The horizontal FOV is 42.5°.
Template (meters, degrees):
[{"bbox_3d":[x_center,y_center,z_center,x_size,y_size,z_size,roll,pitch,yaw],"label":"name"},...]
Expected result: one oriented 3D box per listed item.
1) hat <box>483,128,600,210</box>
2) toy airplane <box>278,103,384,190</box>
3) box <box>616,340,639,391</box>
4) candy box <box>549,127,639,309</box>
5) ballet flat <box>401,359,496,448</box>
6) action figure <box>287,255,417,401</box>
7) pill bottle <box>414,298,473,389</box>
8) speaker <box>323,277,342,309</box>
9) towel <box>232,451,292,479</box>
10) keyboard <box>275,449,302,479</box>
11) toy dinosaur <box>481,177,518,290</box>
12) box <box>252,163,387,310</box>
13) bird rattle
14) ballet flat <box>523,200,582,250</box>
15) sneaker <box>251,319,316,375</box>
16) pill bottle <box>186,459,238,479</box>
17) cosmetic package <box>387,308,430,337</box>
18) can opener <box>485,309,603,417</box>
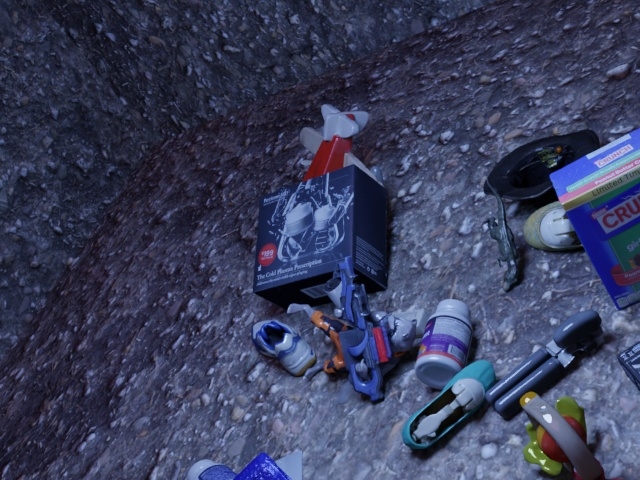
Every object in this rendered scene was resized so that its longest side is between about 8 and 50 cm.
[{"bbox_3d":[0.566,-0.145,2.058,0.331,0.134,0.331,-24,20,9],"label":"hat"},{"bbox_3d":[0.066,-0.233,2.591,0.384,0.272,0.386,-25,61,47],"label":"toy airplane"},{"bbox_3d":[0.715,0.206,1.428,0.307,0.076,0.242,-34,29,5],"label":"box"},{"bbox_3d":[0.645,-0.051,1.633,0.268,0.317,0.122,-28,30,16],"label":"candy box"},{"bbox_3d":[0.271,0.345,1.695,0.247,0.083,0.087,-41,-5,0],"label":"ballet flat"},{"bbox_3d":[0.084,0.198,1.981,0.330,0.341,0.178,-2,6,37],"label":"action figure"},{"bbox_3d":[0.281,0.227,1.841,0.108,0.108,0.193,-15,35,34],"label":"pill bottle"},{"bbox_3d":[0.064,0.159,2.150,0.055,0.136,0.055,-27,29,17],"label":"speaker"},{"bbox_3d":[-0.160,0.615,1.699,0.308,0.076,0.228,-43,59,-10],"label":"towel"},{"bbox_3d":[-0.072,0.574,1.822,0.072,0.014,0.256,-23,31,14],"label":"keyboard"},{"bbox_3d":[0.434,-0.014,1.977,0.064,0.268,0.118,-13,-5,3],"label":"toy dinosaur"},{"bbox_3d":[0.000,0.000,2.307,0.343,0.179,0.312,-17,57,32],"label":"box"},{"bbox_3d":[0.418,0.364,1.397,0.143,0.207,0.253,-35,25,7],"label":"bird rattle"},{"bbox_3d":[0.601,-0.038,1.854,0.349,0.123,0.123,-7,40,39],"label":"ballet flat"},{"bbox_3d":[-0.120,0.254,2.222,0.112,0.131,0.296,-47,29,-14],"label":"sneaker"},{"bbox_3d":[-0.231,0.576,1.885,0.112,0.112,0.187,-46,30,-16],"label":"pill bottle"},{"bbox_3d":[0.208,0.208,2.020,0.115,0.041,0.060,-11,37,38],"label":"cosmetic package"},{"bbox_3d":[0.449,0.241,1.665,0.280,0.093,0.074,-42,29,1],"label":"can opener"}]
